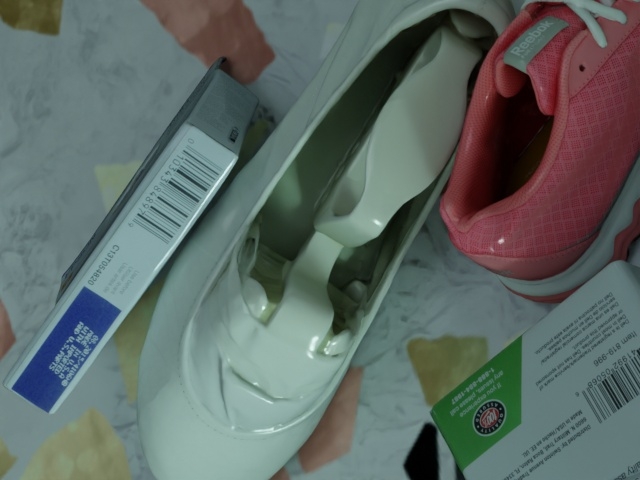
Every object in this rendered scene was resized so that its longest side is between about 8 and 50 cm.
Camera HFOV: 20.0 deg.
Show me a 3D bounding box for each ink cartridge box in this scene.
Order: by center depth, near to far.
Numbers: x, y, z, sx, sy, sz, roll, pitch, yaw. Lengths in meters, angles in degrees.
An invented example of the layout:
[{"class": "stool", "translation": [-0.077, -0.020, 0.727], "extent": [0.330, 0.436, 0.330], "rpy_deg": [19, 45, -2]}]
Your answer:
[{"class": "ink cartridge box", "translation": [0.178, 0.141, 1.013], "extent": [0.153, 0.087, 0.208], "rpy_deg": [-40, 57, 22]}, {"class": "ink cartridge box", "translation": [-0.122, -0.010, 1.249], "extent": [0.045, 0.224, 0.223], "rpy_deg": [34, 106, -8]}]

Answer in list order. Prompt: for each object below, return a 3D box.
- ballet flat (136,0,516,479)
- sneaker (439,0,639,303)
[{"class": "ballet flat", "translation": [0.000, 0.000, 1.139], "extent": [0.139, 0.139, 0.400], "rpy_deg": [35, 98, 37]}, {"class": "sneaker", "translation": [0.166, -0.114, 1.054], "extent": [0.116, 0.136, 0.314], "rpy_deg": [26, 95, 37]}]
